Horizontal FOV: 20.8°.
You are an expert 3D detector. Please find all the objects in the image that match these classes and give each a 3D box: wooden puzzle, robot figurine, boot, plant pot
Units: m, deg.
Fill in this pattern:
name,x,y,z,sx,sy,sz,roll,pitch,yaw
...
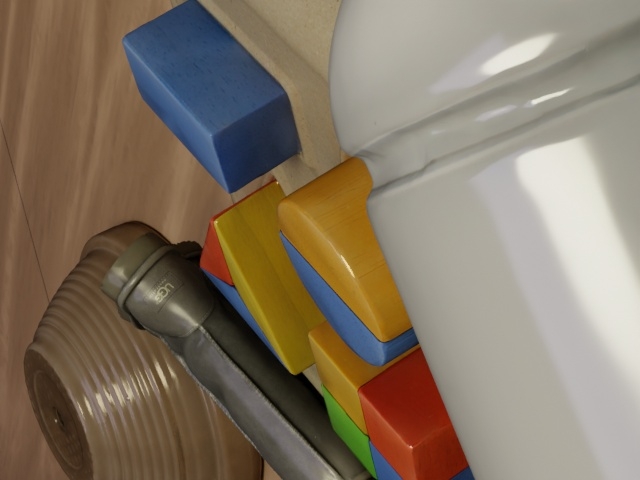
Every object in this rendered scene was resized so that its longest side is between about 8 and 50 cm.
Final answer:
name,x,y,z,sx,sy,sz,roll,pitch,yaw
wooden puzzle,0.000,0.000,0.903,0.322,0.080,0.348,48,158,37
robot figurine,0.127,0.003,0.563,0.300,0.199,0.353,58,-170,-90
boot,-0.039,0.089,1.117,0.208,0.076,0.189,39,-176,9
plant pot,-0.150,0.114,1.310,0.237,0.109,0.237,45,147,41
